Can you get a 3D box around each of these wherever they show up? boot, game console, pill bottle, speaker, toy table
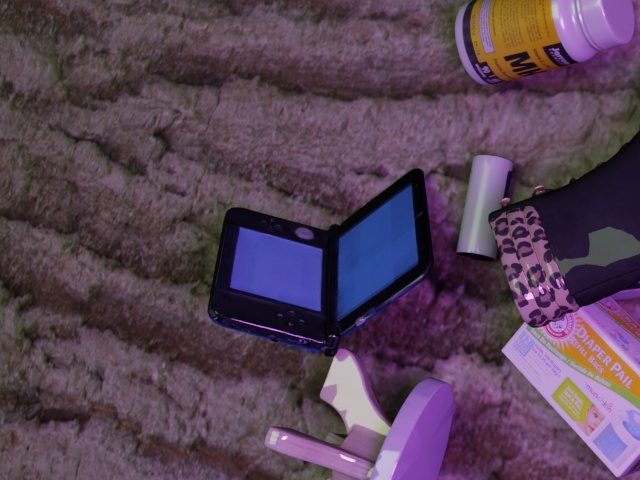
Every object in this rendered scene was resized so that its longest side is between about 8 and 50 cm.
[{"bbox_3d":[0.334,-0.064,1.385,0.284,0.138,0.377,-25,32,17],"label":"boot"},{"bbox_3d":[0.000,0.000,1.658,0.293,0.250,0.173,-88,16,-61],"label":"game console"},{"bbox_3d":[0.291,-0.279,1.612,0.208,0.119,0.119,-10,70,38],"label":"pill bottle"},{"bbox_3d":[0.217,-0.042,1.642,0.055,0.055,0.136,4,79,41],"label":"speaker"},{"bbox_3d":[0.047,0.285,1.572,0.161,0.252,0.274,19,76,26],"label":"toy table"}]

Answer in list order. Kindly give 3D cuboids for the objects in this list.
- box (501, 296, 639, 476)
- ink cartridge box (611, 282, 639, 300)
[{"bbox_3d":[0.327,0.154,1.424,0.203,0.103,0.114,48,118,28],"label":"box"},{"bbox_3d":[0.346,0.025,1.519,0.207,0.046,0.097,-10,69,38],"label":"ink cartridge box"}]
